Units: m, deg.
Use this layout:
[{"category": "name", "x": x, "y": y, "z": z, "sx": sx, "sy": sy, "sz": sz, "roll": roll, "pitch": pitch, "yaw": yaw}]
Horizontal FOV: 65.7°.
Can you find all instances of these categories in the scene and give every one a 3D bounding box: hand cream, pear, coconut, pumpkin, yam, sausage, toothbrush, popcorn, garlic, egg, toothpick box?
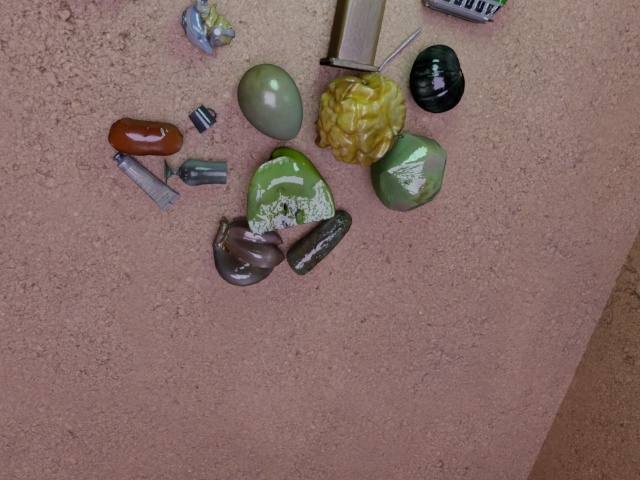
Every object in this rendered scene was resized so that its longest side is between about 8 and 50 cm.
[{"category": "hand cream", "x": -0.667, "y": -0.229, "z": 1.888, "sx": 0.095, "sy": 0.059, "sz": 0.276, "roll": -41, "pitch": 120, "yaw": 5}, {"category": "pear", "x": -0.133, "y": -0.204, "z": 1.928, "sx": 0.342, "sy": 0.238, "sz": 0.318, "roll": -12, "pitch": 103, "yaw": -1}, {"category": "coconut", "x": 0.342, "y": -0.268, "z": 1.949, "sx": 0.328, "sy": 0.281, "sz": 0.329, "roll": -30, "pitch": 150, "yaw": -20}, {"category": "pumpkin", "x": 0.438, "y": -0.614, "z": 1.894, "sx": 0.249, "sy": 0.216, "sz": 0.250, "roll": -18, "pitch": 116, "yaw": -41}, {"category": "yam", "x": 0.000, "y": 0.000, "z": 2.094, "sx": 0.330, "sy": 0.133, "sz": 0.133, "roll": -44, "pitch": 115, "yaw": 4}, {"category": "sausage", "x": -0.630, "y": -0.370, "z": 1.795, "sx": 0.258, "sy": 0.133, "sz": 0.133, "roll": 1, "pitch": 113, "yaw": -17}, {"category": "toothbrush", "x": 0.268, "y": -0.707, "z": 1.903, "sx": 0.307, "sy": 0.025, "sz": 0.029, "roll": -42, "pitch": 107, "yaw": 7}, {"category": "popcorn", "x": 0.125, "y": -0.447, "z": 1.812, "sx": 0.348, "sy": 0.381, "sz": 0.349, "roll": -17, "pitch": 116, "yaw": -40}, {"category": "garlic", "x": -0.303, "y": 0.057, "z": 2.034, "sx": 0.325, "sy": 0.132, "sz": 0.279, "roll": 29, "pitch": 96, "yaw": -15}, {"category": "egg", "x": -0.173, "y": -0.491, "z": 1.795, "sx": 0.218, "sy": 0.218, "sz": 0.296, "roll": -31, "pitch": 127, "yaw": 2}, {"category": "toothpick box", "x": 0.128, "y": -0.769, "z": 1.766, "sx": 0.190, "sy": 0.187, "sz": 0.308, "roll": 6, "pitch": 107, "yaw": -14}]

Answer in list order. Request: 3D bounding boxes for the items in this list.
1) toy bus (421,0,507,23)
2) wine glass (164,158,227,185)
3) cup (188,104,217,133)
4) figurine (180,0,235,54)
[{"category": "toy bus", "x": 0.532, "y": -0.909, "z": 1.811, "sx": 0.305, "sy": 0.143, "sz": 0.179, "roll": 9, "pitch": 113, "yaw": -17}, {"category": "wine glass", "x": -0.474, "y": -0.257, "z": 1.889, "sx": 0.230, "sy": 0.103, "sz": 0.103, "roll": 0, "pitch": 113, "yaw": -16}, {"category": "cup", "x": -0.430, "y": -0.456, "z": 1.836, "sx": 0.100, "sy": 0.078, "sz": 0.077, "roll": -48, "pitch": 114, "yaw": -28}, {"category": "figurine", "x": -0.383, "y": -0.743, "z": 1.692, "sx": 0.183, "sy": 0.128, "sz": 0.209, "roll": -1, "pitch": 108, "yaw": -14}]
